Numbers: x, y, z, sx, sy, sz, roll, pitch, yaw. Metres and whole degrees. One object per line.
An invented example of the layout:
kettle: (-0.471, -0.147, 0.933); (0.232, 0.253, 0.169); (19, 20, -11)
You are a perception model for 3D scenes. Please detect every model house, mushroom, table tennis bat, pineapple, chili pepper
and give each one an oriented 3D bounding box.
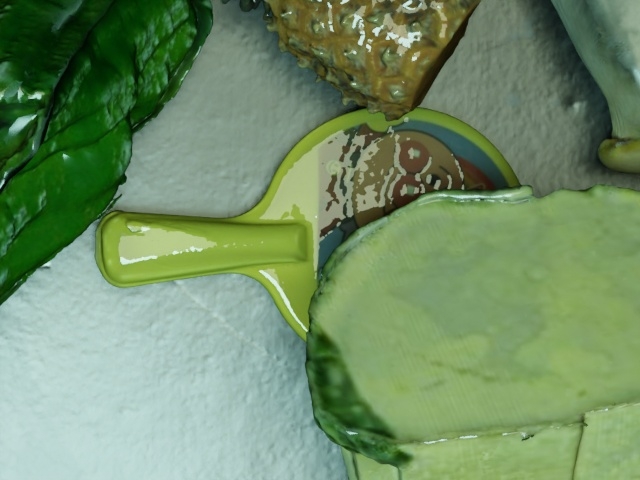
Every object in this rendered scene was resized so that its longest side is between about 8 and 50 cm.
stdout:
model house: (0.156, 0.135, 1.446); (0.321, 0.261, 0.266); (-9, 131, -1)
mushroom: (0.253, -0.216, 1.504); (0.122, 0.159, 0.328); (-22, 96, -46)
table tennis bat: (0.000, 0.000, 1.506); (0.369, 0.054, 0.224); (0, 90, -11)
pineapple: (-0.013, -0.219, 1.478); (0.279, 0.158, 0.157); (31, 84, 6)
chili pepper: (-0.231, -0.095, 1.372); (0.168, 0.213, 0.385); (17, 58, 17)
